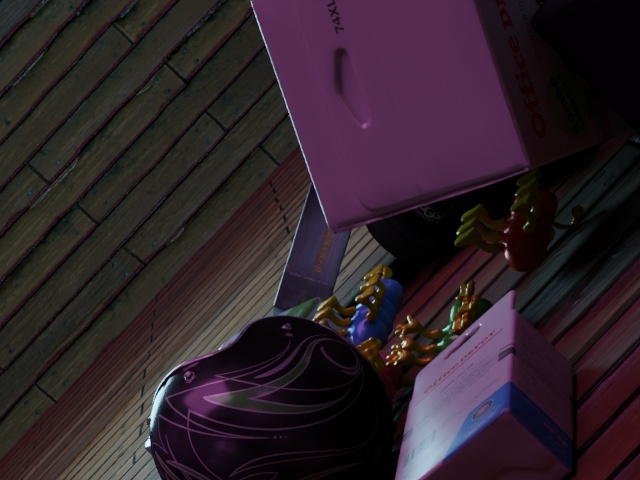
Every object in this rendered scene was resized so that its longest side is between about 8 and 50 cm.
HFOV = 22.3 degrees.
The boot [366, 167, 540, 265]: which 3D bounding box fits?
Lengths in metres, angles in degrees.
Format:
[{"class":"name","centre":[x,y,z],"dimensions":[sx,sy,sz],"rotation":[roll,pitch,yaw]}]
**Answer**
[{"class":"boot","centre":[0.182,-0.151,1.614],"dimensions":[0.260,0.131,0.348],"rotation":[-48,17,42]}]

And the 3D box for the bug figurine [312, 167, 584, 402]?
[{"class":"bug figurine","centre":[0.092,0.060,1.333],"dimensions":[0.279,0.072,0.216],"rotation":[-32,23,43]}]

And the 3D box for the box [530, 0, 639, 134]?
[{"class":"box","centre":[0.341,-0.233,1.098],"dimensions":[0.296,0.183,0.294],"rotation":[-52,9,-29]}]

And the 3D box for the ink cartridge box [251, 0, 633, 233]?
[{"class":"ink cartridge box","centre":[0.124,-0.147,1.265],"dimensions":[0.197,0.198,0.270],"rotation":[-17,3,41]}]

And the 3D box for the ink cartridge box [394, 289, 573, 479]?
[{"class":"ink cartridge box","centre":[0.108,0.115,1.049],"dimensions":[0.104,0.060,0.180],"rotation":[-44,10,22]}]

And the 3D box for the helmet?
[{"class":"helmet","centre":[-0.041,0.151,1.234],"dimensions":[0.161,0.169,0.169],"rotation":[-34,-3,-43]}]

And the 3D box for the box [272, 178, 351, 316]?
[{"class":"box","centre":[0.000,0.000,1.713],"dimensions":[0.231,0.056,0.183],"rotation":[110,177,-82]}]

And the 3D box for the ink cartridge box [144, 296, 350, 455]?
[{"class":"ink cartridge box","centre":[-0.060,0.156,1.547],"dimensions":[0.160,0.092,0.219],"rotation":[-51,9,-24]}]
